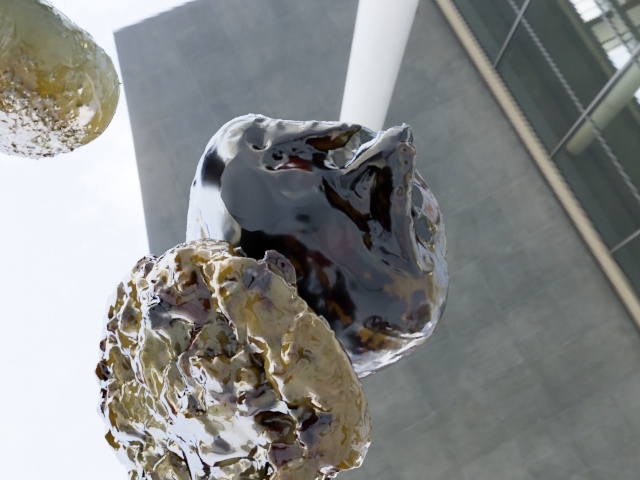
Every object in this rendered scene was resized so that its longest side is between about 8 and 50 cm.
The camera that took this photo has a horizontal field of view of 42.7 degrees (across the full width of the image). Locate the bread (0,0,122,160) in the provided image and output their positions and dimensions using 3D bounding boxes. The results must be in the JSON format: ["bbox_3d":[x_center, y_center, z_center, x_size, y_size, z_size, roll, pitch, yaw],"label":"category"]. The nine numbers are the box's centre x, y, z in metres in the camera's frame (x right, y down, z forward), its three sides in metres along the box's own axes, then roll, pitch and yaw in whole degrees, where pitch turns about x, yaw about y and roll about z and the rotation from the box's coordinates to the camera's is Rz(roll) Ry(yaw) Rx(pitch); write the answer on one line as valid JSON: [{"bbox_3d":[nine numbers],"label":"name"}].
[{"bbox_3d":[-0.378,-0.197,0.944,0.305,0.305,0.158,26,-105,5],"label":"bread"}]

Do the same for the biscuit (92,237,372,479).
[{"bbox_3d":[-0.099,0.147,0.683,0.081,0.334,0.289,-18,-102,-44],"label":"biscuit"}]

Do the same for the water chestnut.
[{"bbox_3d":[0.000,0.000,0.818,0.289,0.244,0.289,-3,-113,8],"label":"water chestnut"}]
